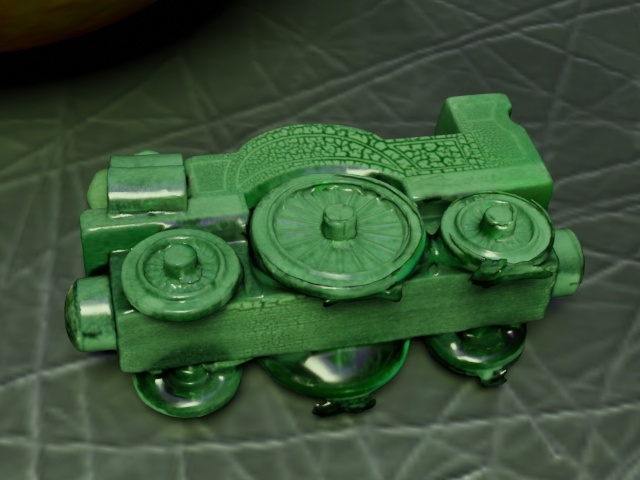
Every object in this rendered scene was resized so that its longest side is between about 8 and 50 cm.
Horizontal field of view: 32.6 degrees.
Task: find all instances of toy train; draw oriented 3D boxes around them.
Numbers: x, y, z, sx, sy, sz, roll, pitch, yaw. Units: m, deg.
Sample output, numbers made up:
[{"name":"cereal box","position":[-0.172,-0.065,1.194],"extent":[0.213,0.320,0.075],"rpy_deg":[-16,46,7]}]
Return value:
[{"name":"toy train","position":[0.000,0.000,0.384],"extent":[0.178,0.071,0.104],"rpy_deg":[-6,47,-11]}]

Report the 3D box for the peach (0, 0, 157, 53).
[{"name":"peach","position":[-0.161,-0.239,0.387],"extent":[0.370,0.370,0.370],"rpy_deg":[3,54,-4]}]
